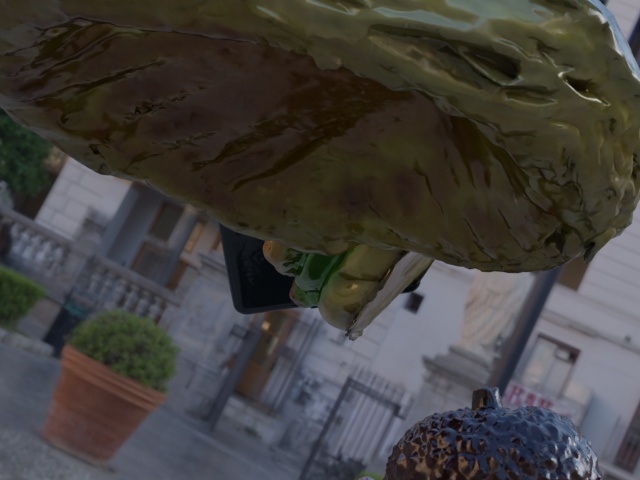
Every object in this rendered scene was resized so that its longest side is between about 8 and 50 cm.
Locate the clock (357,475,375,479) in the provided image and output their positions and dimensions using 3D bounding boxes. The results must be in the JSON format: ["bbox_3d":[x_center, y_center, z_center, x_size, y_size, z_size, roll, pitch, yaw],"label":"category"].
[{"bbox_3d":[0.007,0.331,0.823,0.090,0.248,0.227,35,-12,-4],"label":"clock"}]

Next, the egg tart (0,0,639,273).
[{"bbox_3d":[-0.001,-0.101,0.519,0.387,0.169,0.388,13,-18,4],"label":"egg tart"}]

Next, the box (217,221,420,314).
[{"bbox_3d":[0.000,0.000,1.103,0.230,0.160,0.050,-8,27,0],"label":"box"}]

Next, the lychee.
[{"bbox_3d":[0.196,0.298,1.084,0.260,0.261,0.260,26,-8,4],"label":"lychee"}]

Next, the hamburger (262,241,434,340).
[{"bbox_3d":[0.040,-0.034,0.822,0.149,0.237,0.237,40,-6,11],"label":"hamburger"}]
